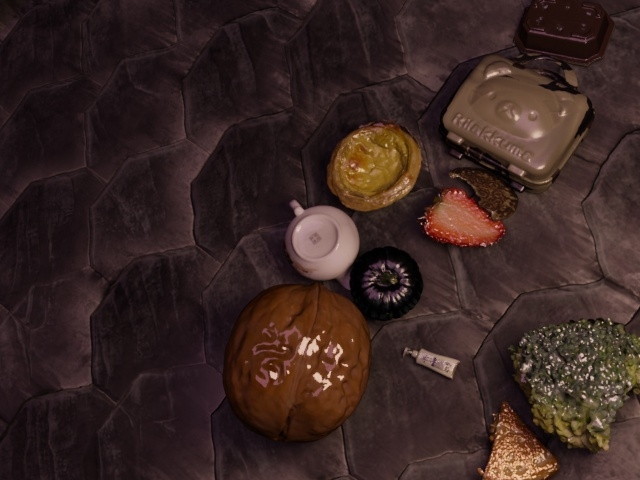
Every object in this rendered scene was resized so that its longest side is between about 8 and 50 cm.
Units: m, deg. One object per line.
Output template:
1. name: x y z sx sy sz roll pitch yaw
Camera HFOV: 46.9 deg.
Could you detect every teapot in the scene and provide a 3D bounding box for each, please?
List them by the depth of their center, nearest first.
1. teapot: 0.000 0.000 1.980 0.204 0.139 0.298 -33 68 7

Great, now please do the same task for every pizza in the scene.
1. pizza: 0.450 0.476 1.725 0.188 0.062 0.198 -7 64 2

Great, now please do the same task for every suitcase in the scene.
1. suitcase: 0.511 -0.331 1.899 0.352 0.194 0.339 34 82 24

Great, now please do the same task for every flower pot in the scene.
1. flower pot: 0.657 -0.583 1.996 0.251 0.084 0.178 18 79 21

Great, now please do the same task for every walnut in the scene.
1. walnut: -0.056 0.294 1.809 0.354 0.308 0.397 22 78 -12

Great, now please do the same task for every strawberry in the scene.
1. strawberry: 0.358 -0.036 1.909 0.208 0.087 0.167 38 73 11

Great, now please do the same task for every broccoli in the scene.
1. broccoli: 0.592 0.331 1.623 0.294 0.280 0.347 -11 29 5

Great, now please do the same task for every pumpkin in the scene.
1. pumpkin: 0.166 0.109 1.891 0.194 0.150 0.194 -14 47 16

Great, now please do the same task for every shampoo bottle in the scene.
1. shampoo bottle: 0.275 0.299 1.850 0.141 0.034 0.048 20 86 22

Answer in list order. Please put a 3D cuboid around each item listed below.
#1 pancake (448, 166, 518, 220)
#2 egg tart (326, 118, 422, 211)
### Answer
1. pancake: 0.422 -0.121 1.900 0.184 0.020 0.190 11 45 -9
2. egg tart: 0.150 -0.198 2.025 0.279 0.095 0.278 -7 65 15
